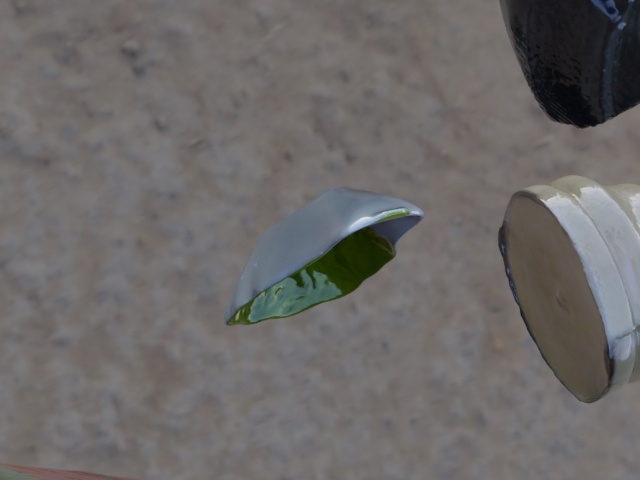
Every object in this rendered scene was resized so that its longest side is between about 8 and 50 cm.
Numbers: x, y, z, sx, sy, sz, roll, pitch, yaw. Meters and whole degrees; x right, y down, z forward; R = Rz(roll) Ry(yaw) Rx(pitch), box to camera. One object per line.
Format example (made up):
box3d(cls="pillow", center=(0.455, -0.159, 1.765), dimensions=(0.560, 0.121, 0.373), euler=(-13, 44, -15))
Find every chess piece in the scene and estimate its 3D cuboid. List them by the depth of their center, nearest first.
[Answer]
box3d(cls="chess piece", center=(0.284, -0.014, 1.354), dimensions=(0.307, 0.124, 0.139), euler=(-22, 66, -22))

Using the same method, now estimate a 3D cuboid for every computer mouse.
box3d(cls="computer mouse", center=(0.111, -0.132, 0.762), dimensions=(0.062, 0.106, 0.192), euler=(-1, 121, -29))

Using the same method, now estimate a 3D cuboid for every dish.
box3d(cls="dish", center=(0.000, 0.000, 1.065), dimensions=(0.091, 0.137, 0.039), euler=(-12, 71, -37))

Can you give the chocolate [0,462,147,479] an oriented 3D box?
box3d(cls="chocolate", center=(-0.063, 0.226, 1.093), dimensions=(0.341, 0.360, 0.162), euler=(14, 85, -45))
